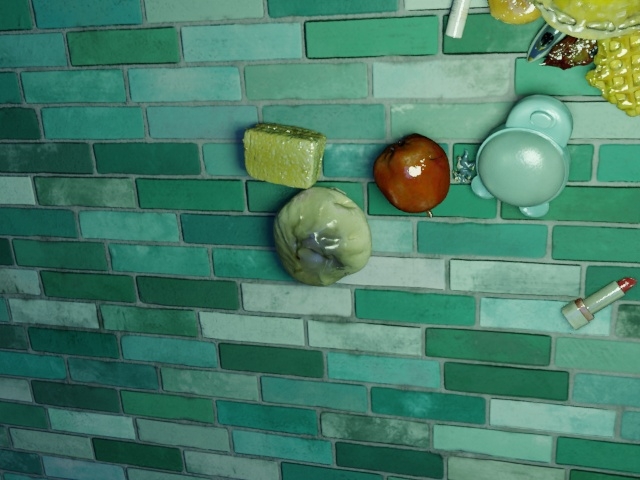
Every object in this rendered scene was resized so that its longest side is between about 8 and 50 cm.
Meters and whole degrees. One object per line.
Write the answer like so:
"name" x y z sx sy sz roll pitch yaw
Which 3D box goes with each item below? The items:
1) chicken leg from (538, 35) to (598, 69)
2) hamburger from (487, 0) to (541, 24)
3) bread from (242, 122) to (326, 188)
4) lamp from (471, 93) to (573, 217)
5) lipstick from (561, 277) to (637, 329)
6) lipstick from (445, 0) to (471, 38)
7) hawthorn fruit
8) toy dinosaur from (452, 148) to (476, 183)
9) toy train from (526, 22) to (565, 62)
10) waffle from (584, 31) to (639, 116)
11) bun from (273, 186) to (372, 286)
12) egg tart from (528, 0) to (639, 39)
"chicken leg" 0.586 -0.445 1.535 0.105 0.063 0.234 34 117 -16
"hamburger" 0.434 -0.538 1.540 0.147 0.083 0.138 -11 106 24
"bread" -0.092 -0.218 1.803 0.196 0.102 0.138 11 110 15
"lamp" 0.470 -0.195 1.621 0.209 0.147 0.284 23 114 10
"lipstick" 0.686 0.143 1.739 0.186 0.057 0.063 -36 97 19
"lipstick" 0.316 -0.529 1.601 0.040 0.040 0.141 16 113 10
"hawthorn fruit" 0.225 -0.144 1.693 0.185 0.185 0.202 -16 105 21
"toy dinosaur" 0.348 -0.177 1.727 0.047 0.030 0.083 22 114 5
"toy train" 0.538 -0.487 1.548 0.055 0.048 0.252 39 116 2
"waffle" 0.713 -0.384 1.500 0.291 0.051 0.291 2 123 4
"bun" -0.005 -0.002 1.825 0.272 0.168 0.273 7 119 12
"egg tart" 0.564 -0.587 1.379 0.387 0.169 0.388 -1 87 13
